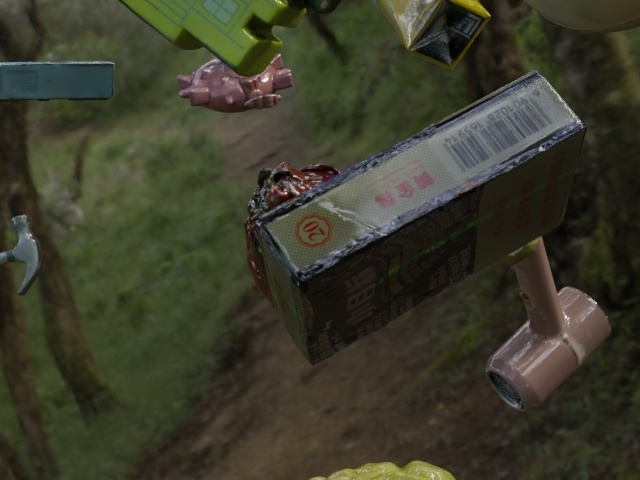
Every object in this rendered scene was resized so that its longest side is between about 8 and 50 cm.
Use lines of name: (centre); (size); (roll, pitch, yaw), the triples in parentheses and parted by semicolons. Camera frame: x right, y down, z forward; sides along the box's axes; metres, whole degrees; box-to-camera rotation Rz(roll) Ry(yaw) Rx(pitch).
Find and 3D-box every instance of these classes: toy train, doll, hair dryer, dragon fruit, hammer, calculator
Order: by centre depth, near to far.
calculator: (-0.354, -0.206, 1.651); (0.172, 0.057, 0.018); (-4, 35, -20)
hammer: (-0.493, 0.047, 1.702); (0.246, 0.103, 0.029); (-16, -3, 1)
toy train: (-0.182, -0.429, 1.849); (0.272, 0.442, 0.179); (-53, -8, 15)
hair dryer: (0.305, 0.086, 1.850); (0.189, 0.344, 0.107); (-40, 44, -16)
dragon fruit: (0.000, 0.000, 1.925); (0.244, 0.298, 0.244); (-24, 32, 16)
doll: (-0.155, -0.290, 2.357); (0.211, 0.093, 0.262); (-18, 29, -17)

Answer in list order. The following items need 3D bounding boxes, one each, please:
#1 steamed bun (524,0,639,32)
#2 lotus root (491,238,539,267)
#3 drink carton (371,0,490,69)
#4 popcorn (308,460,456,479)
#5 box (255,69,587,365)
steamed bun: (0.349, -0.439, 1.571); (0.334, 0.373, 0.334); (-10, -25, -5)
lotus root: (0.218, -0.022, 1.586); (0.090, 0.077, 0.183); (-17, 22, -4)
drink carton: (0.083, -0.249, 1.226); (0.075, 0.200, 0.084); (15, -58, -34)
popcorn: (0.040, 0.269, 0.907); (0.256, 0.195, 0.255); (-42, 54, -19)
box: (0.097, -0.019, 1.225); (0.310, 0.084, 0.198); (-29, -25, -11)
